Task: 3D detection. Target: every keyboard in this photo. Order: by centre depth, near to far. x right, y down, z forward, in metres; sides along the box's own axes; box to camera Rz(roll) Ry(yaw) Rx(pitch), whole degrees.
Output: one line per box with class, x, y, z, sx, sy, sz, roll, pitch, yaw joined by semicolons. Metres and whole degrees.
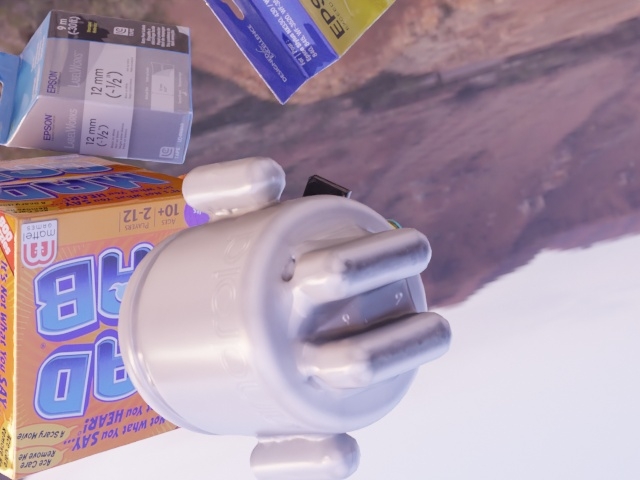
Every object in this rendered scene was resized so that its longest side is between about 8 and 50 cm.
keyboard;0.000;0.000;1.846;0.108;0.180;0.023;28;-165;33

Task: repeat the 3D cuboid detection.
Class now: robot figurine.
robot figurine;-0.047;0.071;1.071;0.200;0.300;0.353;-11;179;-39

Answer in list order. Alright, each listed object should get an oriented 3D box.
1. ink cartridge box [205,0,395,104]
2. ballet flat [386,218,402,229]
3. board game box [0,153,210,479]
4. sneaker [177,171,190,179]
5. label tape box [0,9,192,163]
ink cartridge box;-0.057;-0.365;1.530;0.072;0.303;0.307;-29;-165;33
ballet flat;0.052;0.012;1.900;0.077;0.077;0.231;-43;-168;-21
board game box;-0.394;0.084;1.759;0.356;0.356;0.356;15;-163;41
sneaker;-0.187;-0.026;2.101;0.083;0.087;0.221;-18;140;26
label tape box;-0.383;-0.256;1.934;0.348;0.249;0.115;7;131;-13
